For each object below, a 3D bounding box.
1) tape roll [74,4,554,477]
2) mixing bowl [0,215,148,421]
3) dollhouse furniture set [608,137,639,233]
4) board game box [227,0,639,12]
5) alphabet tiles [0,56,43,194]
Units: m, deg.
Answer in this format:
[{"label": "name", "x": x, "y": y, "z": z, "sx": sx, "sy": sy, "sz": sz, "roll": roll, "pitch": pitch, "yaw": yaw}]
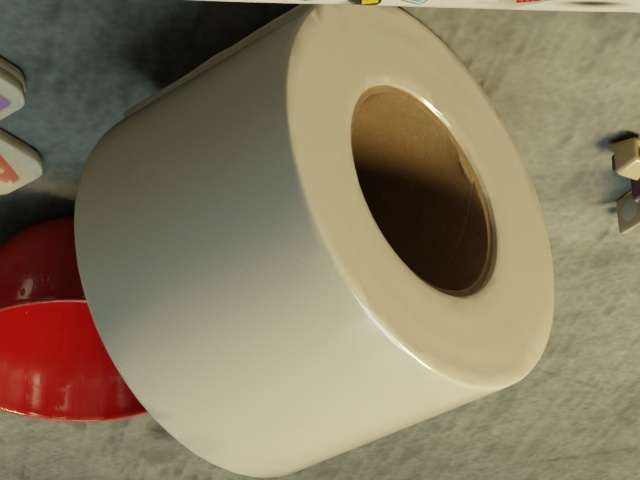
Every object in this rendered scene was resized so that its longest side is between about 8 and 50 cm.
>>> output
[{"label": "tape roll", "x": 0.000, "y": 0.000, "z": 1.008, "sx": 0.169, "sy": 0.246, "sz": 0.246, "roll": -27, "pitch": 141, "yaw": 34}, {"label": "mixing bowl", "x": -0.171, "y": 0.046, "z": 1.208, "sx": 0.181, "sy": 0.098, "sz": 0.181, "roll": -2, "pitch": 149, "yaw": -1}, {"label": "dollhouse furniture set", "x": 0.219, "y": 0.005, "z": 1.156, "sx": 0.091, "sy": 0.114, "sz": 0.081, "roll": 16, "pitch": 149, "yaw": -31}, {"label": "board game box", "x": 0.032, "y": -0.215, "z": 0.599, "sx": 0.193, "sy": 0.305, "sz": 0.053, "roll": 0, "pitch": 149, "yaw": -5}, {"label": "alphabet tiles", "x": -0.329, "y": -0.071, "z": 1.083, "sx": 0.284, "sy": 0.021, "sz": 0.278, "roll": -24, "pitch": 143, "yaw": 30}]
